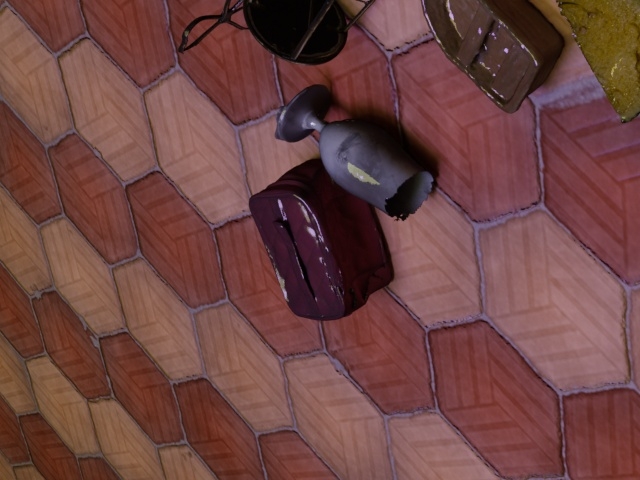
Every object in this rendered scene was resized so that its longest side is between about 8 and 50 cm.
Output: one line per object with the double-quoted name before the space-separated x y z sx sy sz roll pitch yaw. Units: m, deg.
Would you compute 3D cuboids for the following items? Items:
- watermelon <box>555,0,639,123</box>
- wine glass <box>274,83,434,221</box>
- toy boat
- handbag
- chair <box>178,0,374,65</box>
"watermelon" 0.317 -0.228 1.683 0.181 0.092 0.075 53 -162 -28
"wine glass" 0.046 -0.119 2.140 0.222 0.103 0.103 39 144 29
"toy boat" 0.196 -0.250 1.858 0.188 0.061 0.116 48 149 16
"handbag" 0.000 0.000 2.279 0.146 0.135 0.225 4 119 48
"chair" -0.039 -0.299 2.062 0.170 0.160 0.325 53 144 10
